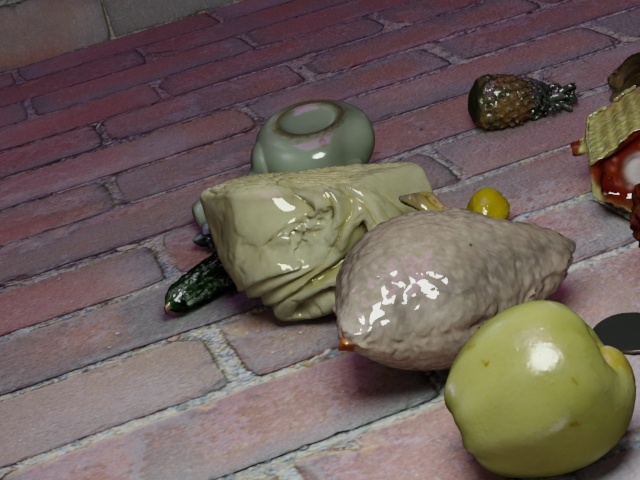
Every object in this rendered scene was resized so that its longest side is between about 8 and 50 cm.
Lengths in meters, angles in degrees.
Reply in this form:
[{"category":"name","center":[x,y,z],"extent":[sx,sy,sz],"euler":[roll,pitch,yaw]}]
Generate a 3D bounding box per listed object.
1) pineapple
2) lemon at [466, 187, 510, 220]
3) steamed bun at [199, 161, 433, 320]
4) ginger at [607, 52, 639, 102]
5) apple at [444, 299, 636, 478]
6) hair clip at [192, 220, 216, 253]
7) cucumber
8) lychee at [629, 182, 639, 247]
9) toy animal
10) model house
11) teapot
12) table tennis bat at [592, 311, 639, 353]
[{"category":"pineapple","center":[0.368,-0.253,2.334],"extent":[0.198,0.108,0.108],"euler":[-5,22,-9]},{"category":"lemon","center":[0.254,-0.047,1.960],"extent":[0.065,0.065,0.092],"euler":[-2,26,26]},{"category":"steamed bun","center":[0.002,0.000,1.837],"extent":[0.289,0.203,0.276],"euler":[-10,10,-28]},{"category":"ginger","center":[0.580,-0.278,2.275],"extent":[0.166,0.080,0.333],"euler":[-15,17,28]},{"category":"apple","center":[0.231,0.156,1.369],"extent":[0.200,0.200,0.200],"euler":[-12,23,5]},{"category":"hair clip","center":[-0.121,-0.030,2.096],"extent":[0.195,0.052,0.124],"euler":[-23,9,18]},{"category":"cucumber","center":[-0.133,0.036,1.987],"extent":[0.293,0.067,0.068],"euler":[-32,29,-32]},{"category":"lychee","center":[0.520,-0.057,1.591],"extent":[0.276,0.275,0.304],"euler":[-30,55,-32]},{"category":"toy animal","center":[0.139,0.060,1.614],"extent":[0.358,0.188,0.226],"euler":[-18,28,-40]},{"category":"model house","center":[0.496,-0.133,1.902],"extent":[0.254,0.160,0.196],"euler":[-9,23,15]},{"category":"teapot","center":[-0.061,-0.134,2.222],"extent":[0.318,0.149,0.220],"euler":[-7,33,13]},{"category":"table tennis bat","center":[0.402,0.116,1.573],"extent":[0.156,0.013,0.087],"euler":[10,32,44]}]
